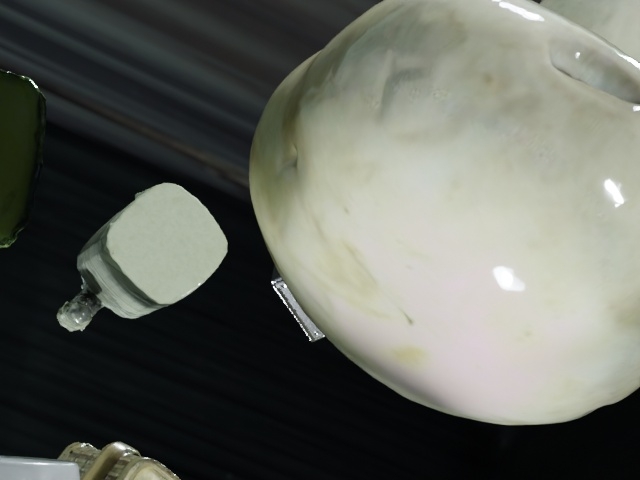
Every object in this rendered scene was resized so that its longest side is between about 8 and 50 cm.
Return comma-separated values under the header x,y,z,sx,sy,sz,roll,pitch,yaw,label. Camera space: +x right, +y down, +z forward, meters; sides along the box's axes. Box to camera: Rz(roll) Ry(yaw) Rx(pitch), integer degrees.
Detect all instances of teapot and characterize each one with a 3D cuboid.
x,y,z,sx,sy,sz,roll,pitch,yaw,label
-0.140,0.024,1.150,0.107,0.077,0.200,-46,-173,-15,teapot

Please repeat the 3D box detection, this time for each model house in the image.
x,y,z,sx,sy,sz,roll,pitch,yaw,label
-0.430,-0.088,1.690,0.211,0.170,0.194,-2,-97,36,model house

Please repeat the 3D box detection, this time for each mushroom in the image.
x,y,z,sx,sy,sz,roll,pitch,yaw,label
0.107,-0.050,1.128,0.353,0.325,0.353,2,90,-84,mushroom

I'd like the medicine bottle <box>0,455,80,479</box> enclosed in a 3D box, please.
x,y,z,sx,sy,sz,roll,pitch,yaw,label
-0.201,0.240,0.958,0.135,0.135,0.215,162,-68,-72,medicine bottle

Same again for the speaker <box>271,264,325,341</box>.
x,y,z,sx,sy,sz,roll,pitch,yaw,label
0.000,0.000,1.509,0.044,0.082,0.218,-25,-155,19,speaker

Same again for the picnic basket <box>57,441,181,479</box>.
x,y,z,sx,sy,sz,roll,pitch,yaw,label
-0.172,0.359,1.502,0.175,0.313,0.228,-2,-132,55,picnic basket
